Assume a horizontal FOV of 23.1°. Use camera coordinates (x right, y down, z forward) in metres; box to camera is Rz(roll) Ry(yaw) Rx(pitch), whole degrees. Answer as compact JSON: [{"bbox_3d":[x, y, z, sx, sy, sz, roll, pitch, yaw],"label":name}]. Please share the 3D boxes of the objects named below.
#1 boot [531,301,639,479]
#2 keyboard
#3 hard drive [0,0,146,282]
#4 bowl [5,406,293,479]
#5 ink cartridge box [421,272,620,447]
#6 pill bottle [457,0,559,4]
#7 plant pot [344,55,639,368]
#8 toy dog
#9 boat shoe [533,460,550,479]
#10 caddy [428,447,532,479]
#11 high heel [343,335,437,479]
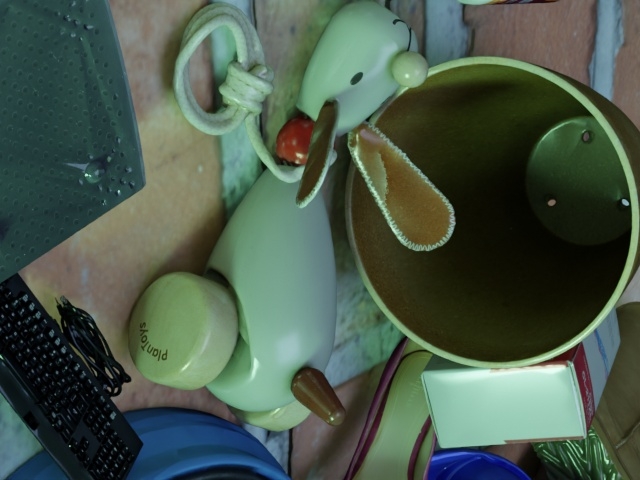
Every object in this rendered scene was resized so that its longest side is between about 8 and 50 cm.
[{"bbox_3d":[0.311,0.204,1.519,0.269,0.089,0.236,-31,101,-59],"label":"boot"},{"bbox_3d":[-0.167,0.085,1.042,0.192,0.038,0.100,60,32,-33],"label":"keyboard"},{"bbox_3d":[-0.202,-0.104,0.934,0.172,0.054,0.255,-37,133,-30],"label":"hard drive"},{"bbox_3d":[-0.146,0.319,1.195,0.391,0.077,0.391,-24,126,-39],"label":"bowl"},{"bbox_3d":[0.174,0.098,1.321,0.175,0.127,0.072,-49,127,-60],"label":"ink cartridge box"},{"bbox_3d":[0.164,-0.232,1.253,0.152,0.086,0.086,-11,116,-45],"label":"pill bottle"},{"bbox_3d":[0.181,-0.035,1.290,0.254,0.237,0.237,-15,121,-61],"label":"plant pot"},{"bbox_3d":[0.000,0.000,1.128,0.220,0.161,0.334,-6,113,-47],"label":"toy dog"},{"bbox_3d":[0.318,0.305,1.682,0.097,0.116,0.324,-54,136,-6],"label":"boat shoe"},{"bbox_3d":[0.114,0.354,1.430,0.241,0.179,0.341,-11,118,-21],"label":"caddy"},{"bbox_3d":[0.061,0.173,1.304,0.244,0.082,0.117,-56,153,-43],"label":"high heel"}]
